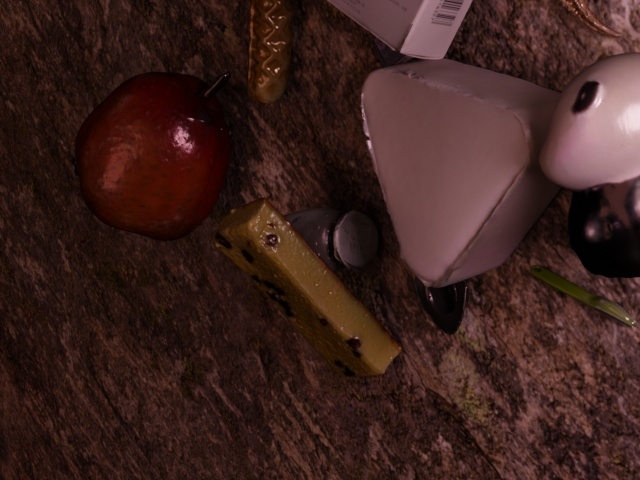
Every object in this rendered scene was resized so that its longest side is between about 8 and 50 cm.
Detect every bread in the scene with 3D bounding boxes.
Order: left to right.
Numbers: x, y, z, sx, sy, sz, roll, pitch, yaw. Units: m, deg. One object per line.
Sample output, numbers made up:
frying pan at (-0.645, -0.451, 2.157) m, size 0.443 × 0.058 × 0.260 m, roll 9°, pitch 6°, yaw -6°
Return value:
bread at (-0.080, -0.403, 2.068) m, size 0.077 × 0.084 × 0.368 m, roll 8°, pitch 113°, yaw 6°
bread at (-0.026, 0.084, 2.038) m, size 0.361 × 0.077 × 0.138 m, roll 48°, pitch 151°, yaw -21°

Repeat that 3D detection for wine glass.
wine glass at (0.000, 0.000, 2.086) m, size 0.204 × 0.111 × 0.111 m, roll -1°, pitch 102°, yaw 51°

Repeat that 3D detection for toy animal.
toy animal at (0.380, -0.093, 1.522) m, size 0.212 × 0.212 × 0.267 m, roll -14°, pitch 96°, yaw 52°

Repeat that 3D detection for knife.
knife at (0.366, 0.076, 1.743) m, size 0.184 × 0.022 × 0.026 m, roll 31°, pitch 150°, yaw 40°

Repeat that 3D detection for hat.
hat at (0.200, 0.084, 1.922) m, size 0.121 × 0.050 × 0.121 m, roll 15°, pitch 109°, yaw 49°

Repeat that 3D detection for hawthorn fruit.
hawthorn fruit at (-0.275, -0.178, 2.258) m, size 0.369 × 0.284 × 0.285 m, roll -46°, pitch 65°, yaw 23°

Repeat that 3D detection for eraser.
eraser at (0.205, -0.086, 1.782) m, size 0.331 × 0.150 × 0.331 m, roll 17°, pitch 113°, yaw 45°

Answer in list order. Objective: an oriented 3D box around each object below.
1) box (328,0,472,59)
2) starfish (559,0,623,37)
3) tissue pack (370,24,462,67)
box at (0.140, -0.429, 1.720) m, size 0.200 × 0.106 × 0.299 m, roll 43°, pitch 117°, yaw 33°
starfish at (0.308, -0.354, 1.622) m, size 0.213 × 0.057 × 0.238 m, roll -32°, pitch 99°, yaw 42°
tissue pack at (0.134, -0.335, 1.852) m, size 0.156 × 0.051 × 0.112 m, roll -28°, pitch 76°, yaw 51°
